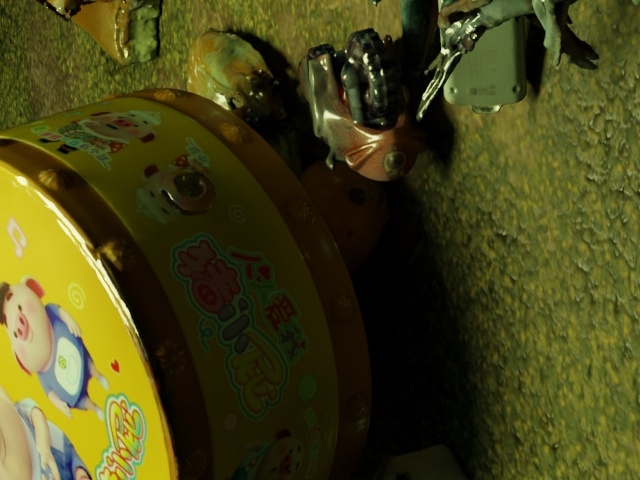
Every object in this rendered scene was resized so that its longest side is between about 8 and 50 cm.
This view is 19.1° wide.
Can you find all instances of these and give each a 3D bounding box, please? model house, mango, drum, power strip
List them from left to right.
[{"bbox_3d":[-0.168,0.090,1.592,0.431,0.214,0.431,24,124,41],"label":"drum"},{"bbox_3d":[0.004,0.001,1.601,0.159,0.084,0.105,111,-176,-49],"label":"mango"},{"bbox_3d":[0.065,0.228,1.539,0.087,0.100,0.100,64,150,34],"label":"model house"},{"bbox_3d":[0.107,-0.201,1.297,0.027,0.060,0.252,-82,-11,-55],"label":"power strip"}]

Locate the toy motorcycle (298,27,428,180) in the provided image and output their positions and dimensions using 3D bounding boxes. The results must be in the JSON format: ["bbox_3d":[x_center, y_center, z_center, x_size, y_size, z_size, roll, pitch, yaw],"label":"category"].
[{"bbox_3d":[0.028,-0.105,1.526,0.212,0.084,0.118,-172,64,-78],"label":"toy motorcycle"}]

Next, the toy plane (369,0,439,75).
[{"bbox_3d":[0.067,-0.248,1.370,0.223,0.104,0.326,26,130,27],"label":"toy plane"}]

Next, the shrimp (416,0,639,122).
[{"bbox_3d":[0.154,-0.187,1.147,0.172,0.137,0.372,-100,19,-46],"label":"shrimp"}]

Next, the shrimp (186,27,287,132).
[{"bbox_3d":[-0.077,-0.134,1.790,0.217,0.051,0.115,29,129,61],"label":"shrimp"}]

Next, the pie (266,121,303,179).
[{"bbox_3d":[-0.033,0.036,1.732,0.128,0.068,0.282,163,101,-65],"label":"pie"}]

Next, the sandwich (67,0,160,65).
[{"bbox_3d":[-0.234,-0.274,2.065,0.245,0.063,0.212,123,132,-56],"label":"sandwich"}]

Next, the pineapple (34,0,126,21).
[{"bbox_3d":[-0.177,-0.375,1.786,0.272,0.262,0.262,-26,73,41],"label":"pineapple"}]
